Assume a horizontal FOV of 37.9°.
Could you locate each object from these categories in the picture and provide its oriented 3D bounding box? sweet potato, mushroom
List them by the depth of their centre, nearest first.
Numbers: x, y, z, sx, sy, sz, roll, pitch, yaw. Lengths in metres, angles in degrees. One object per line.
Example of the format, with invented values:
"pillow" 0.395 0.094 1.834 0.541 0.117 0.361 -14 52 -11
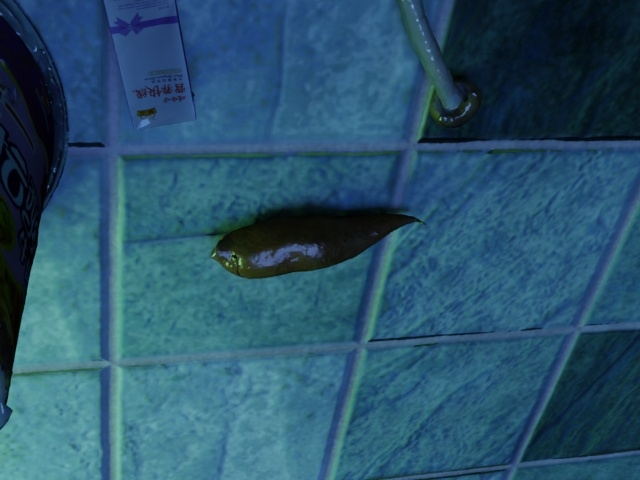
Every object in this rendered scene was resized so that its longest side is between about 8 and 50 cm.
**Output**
"mushroom" 0.084 -0.207 0.667 0.068 0.043 0.306 -26 135 -18
"sweet potato" 0.000 0.000 0.816 0.195 0.056 0.056 -9 133 -15

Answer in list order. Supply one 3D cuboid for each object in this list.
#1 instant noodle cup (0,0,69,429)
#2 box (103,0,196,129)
"instant noodle cup" -0.323 -0.001 0.567 0.340 0.266 0.340 -8 132 -9
"box" -0.122 -0.136 0.663 0.051 0.036 0.117 -12 134 -6
